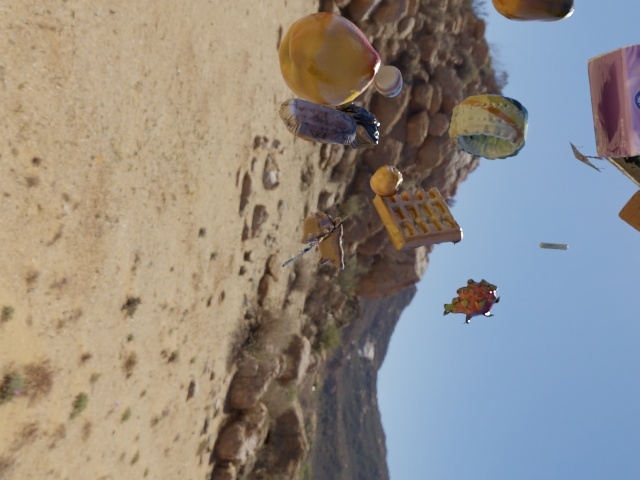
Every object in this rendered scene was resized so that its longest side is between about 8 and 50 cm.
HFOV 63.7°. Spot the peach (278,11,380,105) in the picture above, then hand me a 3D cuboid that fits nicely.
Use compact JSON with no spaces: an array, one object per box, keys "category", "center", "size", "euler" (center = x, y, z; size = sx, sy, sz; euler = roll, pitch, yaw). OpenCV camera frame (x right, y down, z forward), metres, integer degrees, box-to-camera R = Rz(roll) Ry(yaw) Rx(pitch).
[{"category":"peach","center":[0.027,-0.589,1.702],"size":[0.289,0.308,0.288],"euler":[178,-90,-69]}]

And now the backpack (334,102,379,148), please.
[{"category":"backpack","center":[0.163,-0.555,2.439],"size":[0.258,0.206,0.133],"euler":[34,53,-49]}]

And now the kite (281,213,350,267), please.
[{"category":"kite","center":[-0.009,0.005,1.268],"size":[0.152,0.015,0.285],"euler":[-40,178,23]}]

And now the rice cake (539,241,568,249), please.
[{"category":"rice cake","center":[0.929,0.023,2.052],"size":[0.021,0.121,0.022],"euler":[-104,-158,-56]}]

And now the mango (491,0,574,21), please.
[{"category":"mango","center":[0.657,-0.763,1.600],"size":[0.139,0.255,0.175],"euler":[125,-34,-71]}]

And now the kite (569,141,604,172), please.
[{"category":"kite","center":[1.138,-0.359,2.195],"size":[0.006,0.198,0.244],"euler":[-46,-175,8]}]

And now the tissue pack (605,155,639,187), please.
[{"category":"tissue pack","center":[1.396,-0.427,2.091],"size":[0.253,0.264,0.416],"euler":[-4,139,-55]}]

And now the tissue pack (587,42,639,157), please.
[{"category":"tissue pack","center":[0.970,-0.438,1.628],"size":[0.242,0.160,0.338],"euler":[-72,152,-83]}]

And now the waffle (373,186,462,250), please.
[{"category":"waffle","center":[0.441,-0.101,2.311],"size":[0.077,0.349,0.304],"euler":[108,-33,-49]}]

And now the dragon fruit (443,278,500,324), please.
[{"category":"dragon fruit","center":[0.555,0.234,1.920],"size":[0.236,0.135,0.137],"euler":[-33,-164,23]}]

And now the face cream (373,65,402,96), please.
[{"category":"face cream","center":[0.219,-0.507,1.654],"size":[0.095,0.091,0.091],"euler":[24,73,-71]}]

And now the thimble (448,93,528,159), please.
[{"category":"thimble","center":[0.641,-0.431,1.967],"size":[0.254,0.288,0.167],"euler":[89,15,-76]}]

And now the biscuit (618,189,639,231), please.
[{"category":"biscuit","center":[1.185,-0.112,1.759],"size":[0.302,0.043,0.278],"euler":[-2,-84,47]}]

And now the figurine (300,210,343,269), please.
[{"category":"figurine","center":[-0.002,-0.004,2.239],"size":[0.177,0.173,0.247],"euler":[-171,-98,-65]}]

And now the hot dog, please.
[{"category":"hot dog","center":[-0.001,-0.343,1.506],"size":[0.069,0.253,0.131],"euler":[-37,-128,53]}]

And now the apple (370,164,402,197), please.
[{"category":"apple","center":[0.289,-0.254,2.233],"size":[0.146,0.147,0.146],"euler":[8,90,-89]}]
